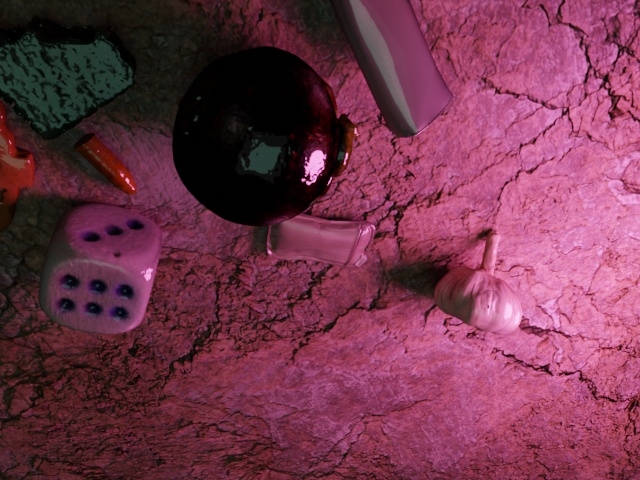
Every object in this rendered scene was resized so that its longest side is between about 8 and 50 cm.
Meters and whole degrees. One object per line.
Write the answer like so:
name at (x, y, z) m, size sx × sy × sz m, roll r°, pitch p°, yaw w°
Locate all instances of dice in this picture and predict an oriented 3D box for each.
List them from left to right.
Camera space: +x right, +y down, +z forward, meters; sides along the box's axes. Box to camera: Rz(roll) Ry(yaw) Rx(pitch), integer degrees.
dice at (-0.422, 0.054, 1.060) m, size 0.193 × 0.192 × 0.194 m, roll 16°, pitch 122°, yaw -18°

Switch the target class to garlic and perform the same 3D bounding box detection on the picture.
garlic at (0.378, 0.089, 1.240) m, size 0.199 × 0.199 × 0.226 m, roll 20°, pitch 90°, yaw -21°

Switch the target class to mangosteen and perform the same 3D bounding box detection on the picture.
mangosteen at (-0.096, -0.158, 0.917) m, size 0.297 × 0.297 × 0.313 m, roll -27°, pitch 149°, yaw 10°

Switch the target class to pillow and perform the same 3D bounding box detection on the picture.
pillow at (0.000, 0.000, 1.179) m, size 0.232 × 0.038 × 0.131 m, roll 8°, pitch 126°, yaw -13°

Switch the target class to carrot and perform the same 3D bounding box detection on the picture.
carrot at (-0.392, -0.139, 1.023) m, size 0.048 × 0.048 × 0.139 m, roll -31°, pitch 125°, yaw 12°

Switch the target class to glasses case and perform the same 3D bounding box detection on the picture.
glasses case at (0.117, -0.337, 0.933) m, size 0.128 × 0.083 × 0.308 m, roll -32°, pitch 111°, yaw -9°

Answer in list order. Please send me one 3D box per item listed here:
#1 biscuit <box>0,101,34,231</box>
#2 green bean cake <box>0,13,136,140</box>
biscuit at (-0.680, -0.140, 0.976) m, size 0.306 × 0.043 × 0.284 m, roll 5°, pitch 123°, yaw -12°
green bean cake at (-0.421, -0.294, 0.875) m, size 0.208 × 0.107 × 0.193 m, roll -28°, pitch 121°, yaw 10°
